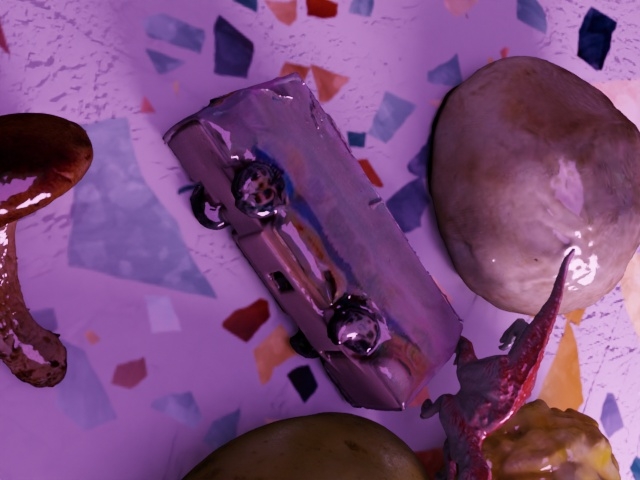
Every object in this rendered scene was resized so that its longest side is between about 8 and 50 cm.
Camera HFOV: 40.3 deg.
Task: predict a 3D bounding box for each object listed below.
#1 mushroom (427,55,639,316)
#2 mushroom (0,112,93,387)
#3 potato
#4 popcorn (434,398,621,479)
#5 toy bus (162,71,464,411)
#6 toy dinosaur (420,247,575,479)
[{"bbox_3d":[0.224,-0.064,0.872,0.189,0.164,0.267,18,79,-26],"label":"mushroom"},{"bbox_3d":[-0.261,0.028,0.657,0.227,0.148,0.218,-19,111,-21],"label":"mushroom"},{"bbox_3d":[-0.027,0.259,0.699,0.304,0.215,0.216,-18,95,-38],"label":"potato"},{"bbox_3d":[0.206,0.276,0.824,0.255,0.195,0.256,36,49,-33],"label":"popcorn"},{"bbox_3d":[0.000,0.000,0.789,0.138,0.112,0.317,-40,105,-28],"label":"toy bus"},{"bbox_3d":[0.168,0.117,0.778,0.053,0.167,0.242,39,98,-20],"label":"toy dinosaur"}]
